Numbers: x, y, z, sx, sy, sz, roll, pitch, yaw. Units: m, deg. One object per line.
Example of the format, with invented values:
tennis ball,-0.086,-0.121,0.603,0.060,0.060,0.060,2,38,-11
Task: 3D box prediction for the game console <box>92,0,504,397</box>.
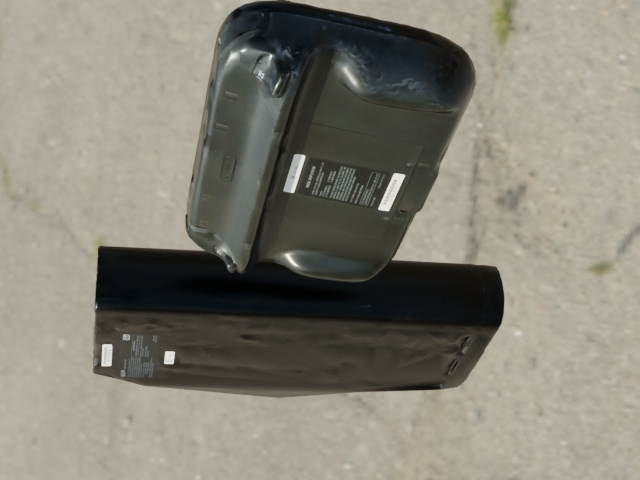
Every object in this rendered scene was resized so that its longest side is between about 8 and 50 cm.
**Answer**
game console,0.000,0.000,0.726,0.361,0.213,0.044,110,161,-63
